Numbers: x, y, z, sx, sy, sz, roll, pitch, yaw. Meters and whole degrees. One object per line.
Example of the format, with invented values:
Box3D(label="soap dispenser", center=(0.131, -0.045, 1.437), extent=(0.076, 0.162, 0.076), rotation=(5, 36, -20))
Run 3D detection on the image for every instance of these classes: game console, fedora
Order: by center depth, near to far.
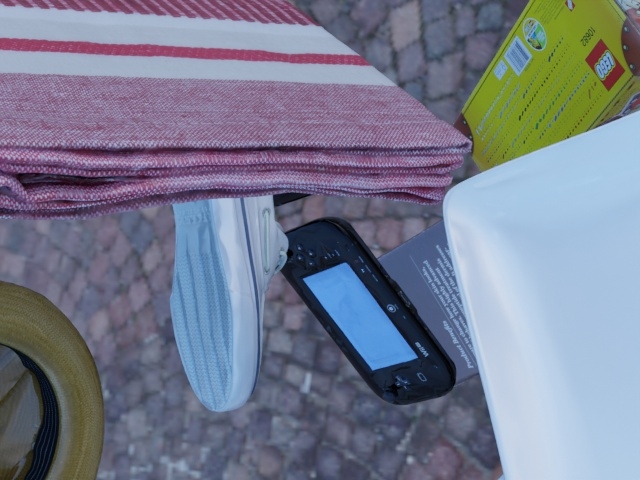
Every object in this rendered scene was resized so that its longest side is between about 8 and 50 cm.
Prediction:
Box3D(label="fedora", center=(-0.209, 0.103, 0.658), extent=(0.079, 0.194, 0.194), rotation=(23, 96, 55))
Box3D(label="game console", center=(0.000, 0.000, 1.101), extent=(0.044, 0.361, 0.213), rotation=(-46, 16, -31))

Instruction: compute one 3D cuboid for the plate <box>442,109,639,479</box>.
Box3D(label="plate", center=(0.213, 0.055, 0.632), extent=(0.277, 0.045, 0.277), rotation=(-23, 66, 28))

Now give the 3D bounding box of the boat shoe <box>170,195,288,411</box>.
Box3D(label="boat shoe", center=(-0.056, 0.004, 0.882), extent=(0.083, 0.076, 0.226), rotation=(8, 105, 50))

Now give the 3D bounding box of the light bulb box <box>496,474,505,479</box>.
Box3D(label="light bulb box", center=(0.393, 0.428, 1.617), extent=(0.361, 0.358, 0.225), rotation=(-55, 20, 39))

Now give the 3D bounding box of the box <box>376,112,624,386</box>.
Box3D(label="box", center=(0.239, 0.027, 1.512), extent=(0.381, 0.143, 0.191), rotation=(-32, 88, 45))

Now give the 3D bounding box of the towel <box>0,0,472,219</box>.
Box3D(label="towel", center=(-0.115, -0.105, 0.593), extent=(0.329, 0.237, 0.037), rotation=(45, 126, 43))

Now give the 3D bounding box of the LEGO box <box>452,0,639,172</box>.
Box3D(label="LEGO box", center=(0.452, -0.277, 1.816), extent=(0.193, 0.373, 0.500), rotation=(58, 158, 14))
